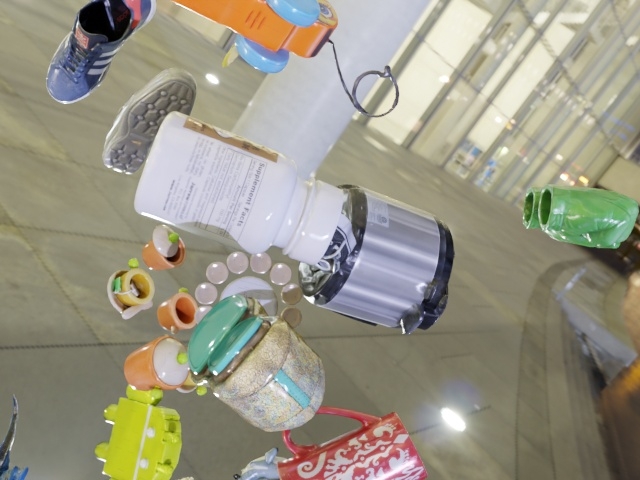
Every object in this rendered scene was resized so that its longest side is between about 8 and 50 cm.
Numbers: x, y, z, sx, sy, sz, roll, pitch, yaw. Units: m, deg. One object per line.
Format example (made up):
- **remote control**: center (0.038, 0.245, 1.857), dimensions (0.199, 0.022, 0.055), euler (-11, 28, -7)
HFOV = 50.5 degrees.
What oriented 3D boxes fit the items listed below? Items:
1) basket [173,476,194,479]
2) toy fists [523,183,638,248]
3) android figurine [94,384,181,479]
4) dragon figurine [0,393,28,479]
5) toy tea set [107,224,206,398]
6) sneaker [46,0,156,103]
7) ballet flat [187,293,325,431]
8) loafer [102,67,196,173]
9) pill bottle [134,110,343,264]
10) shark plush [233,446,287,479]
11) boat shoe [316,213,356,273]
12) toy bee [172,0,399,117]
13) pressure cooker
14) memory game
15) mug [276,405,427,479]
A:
- **basket**: center (-0.435, 0.840, 1.782), dimensions (0.266, 0.332, 0.328), euler (-7, -2, -15)
- **toy fists**: center (0.428, -0.039, 1.122), dimensions (0.142, 0.096, 0.279), euler (6, 3, 8)
- **android figurine**: center (-0.389, 0.433, 1.452), dimensions (0.272, 0.248, 0.056), euler (1, -15, 44)
- **dragon figurine**: center (-0.594, 0.426, 1.224), dimensions (0.144, 0.289, 0.085), euler (-10, -48, 44)
- **toy tea set**: center (-0.280, 0.131, 1.269), dimensions (0.200, 0.124, 0.336), euler (-2, 75, -58)
- **sneaker**: center (-0.526, -0.447, 1.533), dimensions (0.131, 0.350, 0.148), euler (43, 19, -7)
- **ballet flat**: center (-0.075, 0.134, 0.747), dimensions (0.123, 0.123, 0.348), euler (33, -9, -12)
- **loafer**: center (-0.337, -0.245, 1.319), dimensions (0.112, 0.319, 0.112), euler (22, 55, -33)
- **pill bottle**: center (-0.095, -0.056, 0.824), dimensions (0.229, 0.131, 0.131), euler (21, 17, -11)
- **shark plush**: center (-0.140, 0.533, 1.549), dimensions (0.161, 0.073, 0.067), euler (-12, 53, -27)
- **boat shoe**: center (-0.004, -0.002, 1.388), dimensions (0.113, 0.105, 0.306), euler (25, -10, 13)
- **toy bee**: center (-0.050, -0.277, 0.854), dimensions (0.298, 0.195, 0.162), euler (46, 30, -32)
- **pressure cooker**: center (0.186, 0.064, 1.963), dimensions (0.420, 0.370, 0.375), euler (18, -4, -21)
- **memory game**: center (-0.119, 0.108, 1.133), dimensions (0.186, 0.186, 0.012), euler (33, -8, -10)
- **mug**: center (0.036, 0.286, 0.869), dimensions (0.113, 0.169, 0.150), euler (-124, -171, -68)
